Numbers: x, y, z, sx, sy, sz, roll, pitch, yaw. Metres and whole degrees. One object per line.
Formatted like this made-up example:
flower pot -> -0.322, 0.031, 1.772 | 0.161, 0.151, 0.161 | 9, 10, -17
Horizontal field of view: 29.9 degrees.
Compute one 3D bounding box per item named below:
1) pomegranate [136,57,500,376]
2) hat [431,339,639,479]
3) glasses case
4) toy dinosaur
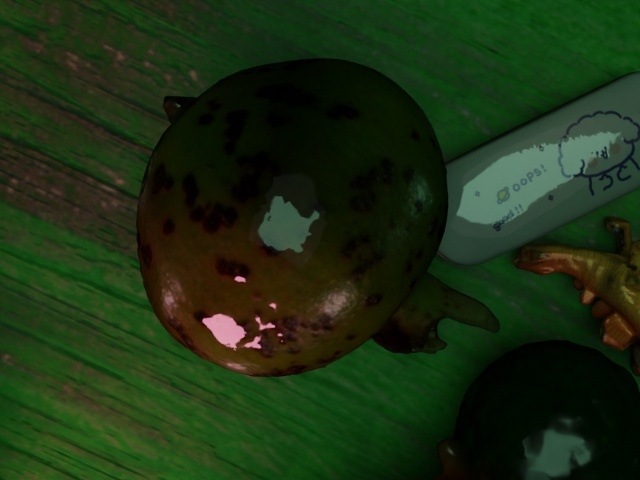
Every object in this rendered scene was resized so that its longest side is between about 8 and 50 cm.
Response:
pomegranate -> 0.000, 0.000, 0.754 | 0.263, 0.211, 0.211 | 39, 92, -15
hat -> 0.091, 0.269, 0.780 | 0.400, 0.285, 0.285 | -43, 94, -22
glasses case -> 0.160, -0.049, 0.824 | 0.197, 0.049, 0.076 | -25, 94, 1
toy dinosaur -> 0.271, 0.060, 0.828 | 0.288, 0.070, 0.117 | 14, 104, 2
